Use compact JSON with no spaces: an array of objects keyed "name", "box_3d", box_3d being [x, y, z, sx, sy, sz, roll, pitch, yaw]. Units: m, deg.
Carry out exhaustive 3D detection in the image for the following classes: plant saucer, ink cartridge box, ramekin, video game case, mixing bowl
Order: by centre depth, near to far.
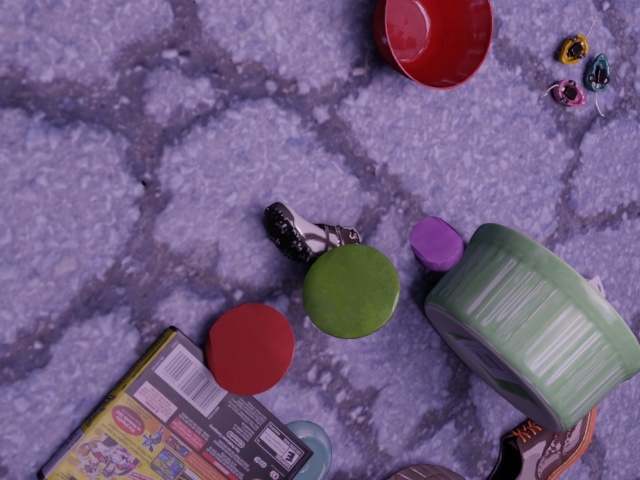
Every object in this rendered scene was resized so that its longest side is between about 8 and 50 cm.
[{"name":"video game case","box_3d":[-0.180,0.292,1.093,0.275,0.035,0.248,47,74,-21]},{"name":"mixing bowl","box_3d":[0.139,-0.301,1.159,0.181,0.098,0.181,-5,100,-29]},{"name":"plant saucer","box_3d":[-0.031,0.320,1.199,0.119,0.021,0.119,-5,100,-29]},{"name":"ramekin","box_3d":[0.292,0.133,1.200,0.148,0.303,0.303,-45,115,-8]},{"name":"ink cartridge box","box_3d":[0.445,0.097,1.426,0.083,0.028,0.048,-33,112,-21]}]

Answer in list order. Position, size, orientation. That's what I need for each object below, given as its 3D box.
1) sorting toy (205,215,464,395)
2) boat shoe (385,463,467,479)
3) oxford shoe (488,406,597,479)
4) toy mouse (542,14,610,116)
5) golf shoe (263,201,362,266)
[{"name":"sorting toy","box_3d":[0.030,0.097,1.110,0.366,0.127,0.126,-30,154,0]},{"name":"boat shoe","box_3d":[0.117,0.424,1.256,0.324,0.123,0.116,4,129,-38]},{"name":"oxford shoe","box_3d":[0.367,0.332,1.381,0.098,0.097,0.271,35,80,-22]},{"name":"toy mouse","box_3d":[0.424,-0.260,1.361,0.161,0.031,0.143,-45,115,-16]},{"name":"golf shoe","box_3d":[0.000,0.000,1.145,0.094,0.077,0.198,-53,128,-17]}]
